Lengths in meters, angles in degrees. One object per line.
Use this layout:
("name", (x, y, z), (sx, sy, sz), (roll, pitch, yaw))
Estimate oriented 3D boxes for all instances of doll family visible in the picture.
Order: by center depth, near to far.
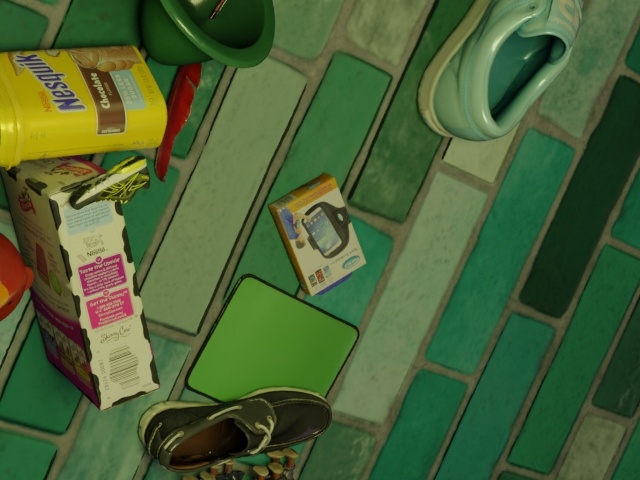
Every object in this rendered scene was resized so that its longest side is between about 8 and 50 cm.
("doll family", (-0.098, 0.315, 1.573), (0.193, 0.076, 0.111), (-1, 110, -24))

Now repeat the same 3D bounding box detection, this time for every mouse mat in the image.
("mouse mat", (-0.054, 0.137, 1.577), (0.190, 0.007, 0.152), (29, 91, -32))

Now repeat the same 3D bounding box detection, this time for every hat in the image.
("hat", (-0.167, -0.213, 1.393), (0.173, 0.184, 0.208), (25, 50, -39))

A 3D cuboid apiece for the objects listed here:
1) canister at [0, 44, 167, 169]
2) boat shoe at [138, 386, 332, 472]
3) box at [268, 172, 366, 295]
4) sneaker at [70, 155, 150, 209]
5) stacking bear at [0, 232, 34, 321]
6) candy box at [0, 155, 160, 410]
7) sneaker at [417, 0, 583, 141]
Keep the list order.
("canister", (-0.249, -0.136, 1.313), (0.170, 0.126, 0.073), (-8, 140, -29))
("boat shoe", (-0.087, 0.222, 1.539), (0.233, 0.079, 0.084), (-4, 109, -28))
("box", (0.000, 0.000, 1.551), (0.081, 0.028, 0.136), (-31, 116, -18))
("sneaker", (-0.191, -0.046, 1.240), (0.083, 0.031, 0.035), (-32, 114, -21))
("stacking bear", (-0.374, -0.027, 1.259), (0.175, 0.164, 0.289), (-37, 131, -15))
("candy box", (-0.242, 0.033, 1.348), (0.071, 0.159, 0.233), (-21, 115, -25))
("sneaker", (0.261, -0.266, 1.541), (0.135, 0.150, 0.365), (28, 91, -34))
